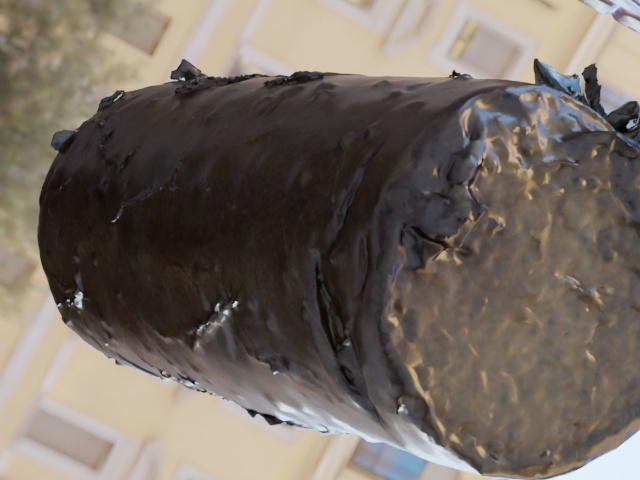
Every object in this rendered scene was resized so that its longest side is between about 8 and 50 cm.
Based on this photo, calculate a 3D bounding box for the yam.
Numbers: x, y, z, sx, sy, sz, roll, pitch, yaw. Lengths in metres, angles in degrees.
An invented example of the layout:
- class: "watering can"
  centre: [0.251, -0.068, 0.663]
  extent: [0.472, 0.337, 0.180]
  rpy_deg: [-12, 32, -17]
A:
- class: "yam"
  centre: [-0.002, 0.001, 0.625]
  extent: [0.279, 0.131, 0.131]
  rpy_deg: [8, -110, 62]

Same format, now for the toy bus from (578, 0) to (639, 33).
- class: "toy bus"
  centre: [0.269, -0.297, 0.842]
  extent: [0.440, 0.249, 0.209]
  rpy_deg: [-63, -177, -8]

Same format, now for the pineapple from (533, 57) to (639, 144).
- class: "pineapple"
  centre: [0.244, -0.020, 1.309]
  extent: [0.169, 0.340, 0.169]
  rpy_deg: [-39, 146, -34]
